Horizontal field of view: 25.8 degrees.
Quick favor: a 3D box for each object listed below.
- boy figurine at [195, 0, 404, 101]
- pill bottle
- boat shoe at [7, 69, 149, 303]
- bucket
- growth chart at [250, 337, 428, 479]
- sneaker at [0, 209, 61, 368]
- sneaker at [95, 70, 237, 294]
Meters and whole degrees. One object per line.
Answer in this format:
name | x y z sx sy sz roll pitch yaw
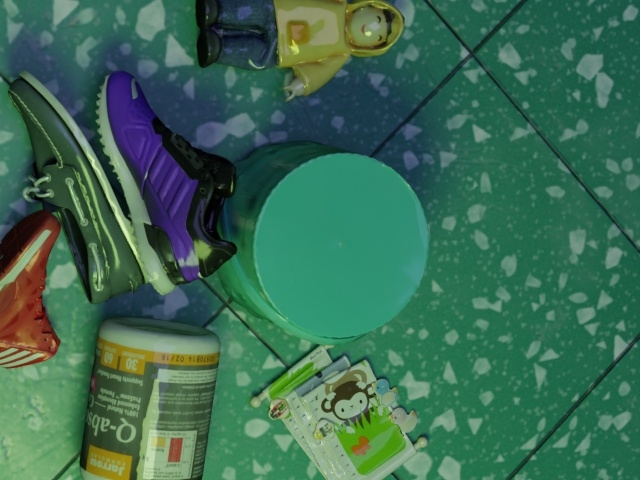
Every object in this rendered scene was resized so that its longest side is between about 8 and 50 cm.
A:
boy figurine | -0.023 -0.274 1.866 0.285 0.092 0.177 -1 93 -15
pill bottle | -0.225 0.247 1.814 0.162 0.162 0.278 7 93 -18
boat shoe | -0.322 -0.062 1.777 0.099 0.116 0.319 -32 110 -14
bucket | 0.000 0.000 1.850 0.281 0.183 0.281 -2 96 -18
growth chart | 0.034 0.251 1.973 0.172 0.021 0.237 -43 107 -11
sneaker | -0.369 0.070 1.789 0.128 0.087 0.221 32 109 -28
sneaker | -0.181 -0.090 1.779 0.146 0.102 0.293 -20 83 10
